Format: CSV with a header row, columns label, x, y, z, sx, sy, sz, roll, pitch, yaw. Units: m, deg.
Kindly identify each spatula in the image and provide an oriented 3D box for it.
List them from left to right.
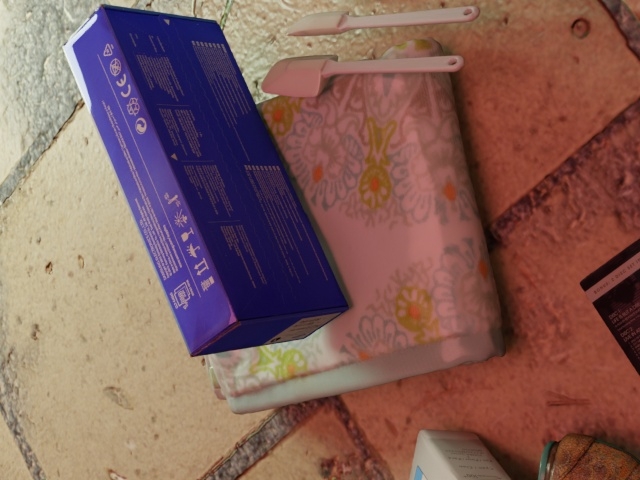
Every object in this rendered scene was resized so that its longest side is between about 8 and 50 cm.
label,x,y,z,sx,sy,sz,roll,pitch,yaw
spatula,0.060,-0.210,1.189,0.242,0.019,0.168,5,57,38

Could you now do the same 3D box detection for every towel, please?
label,x,y,z,sx,sy,sz,roll,pitch,yaw
towel,0.000,0.000,1.265,0.374,0.090,0.320,-17,85,38

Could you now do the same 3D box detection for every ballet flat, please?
label,x,y,z,sx,sy,sz,roll,pitch,yaw
ballet flat,0.238,0.350,1.101,0.123,0.123,0.349,13,102,36

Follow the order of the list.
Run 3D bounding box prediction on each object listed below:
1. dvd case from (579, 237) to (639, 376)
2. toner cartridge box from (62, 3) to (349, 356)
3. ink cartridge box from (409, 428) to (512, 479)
label,x,y,z,sx,sy,sz,roll,pitch,yaw
dvd case,0.344,0.083,1.047,0.164,0.018,0.221,-43,70,34
toner cartridge box,-0.114,-0.063,1.196,0.075,0.165,0.348,-36,70,34
ink cartridge box,0.131,0.361,1.122,0.261,0.066,0.296,-132,50,-71
